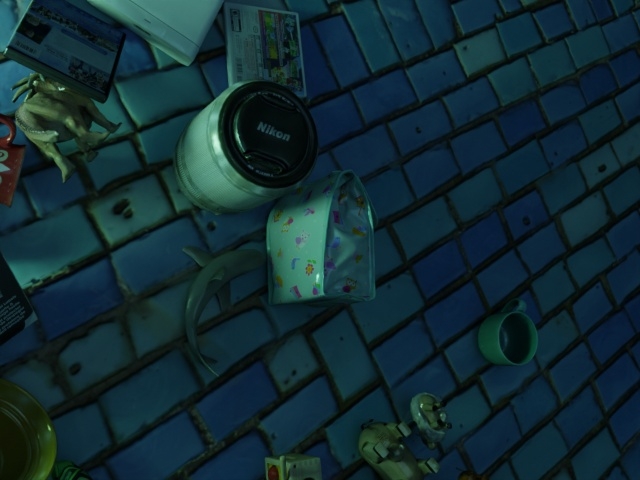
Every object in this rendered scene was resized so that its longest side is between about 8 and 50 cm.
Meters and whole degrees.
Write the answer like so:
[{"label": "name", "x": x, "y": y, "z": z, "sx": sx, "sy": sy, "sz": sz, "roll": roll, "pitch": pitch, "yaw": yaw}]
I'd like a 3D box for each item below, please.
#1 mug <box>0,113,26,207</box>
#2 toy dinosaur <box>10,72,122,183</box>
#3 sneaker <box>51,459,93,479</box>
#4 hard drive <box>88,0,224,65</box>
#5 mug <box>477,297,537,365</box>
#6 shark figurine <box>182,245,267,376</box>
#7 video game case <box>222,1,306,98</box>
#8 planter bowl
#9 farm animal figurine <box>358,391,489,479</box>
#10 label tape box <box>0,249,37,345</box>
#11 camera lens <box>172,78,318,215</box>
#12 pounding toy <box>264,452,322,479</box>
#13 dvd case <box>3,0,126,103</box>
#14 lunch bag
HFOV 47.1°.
[{"label": "mug", "x": -0.599, "y": -0.148, "z": 1.255, "sx": 0.169, "sy": 0.113, "sz": 0.150, "roll": 13, "pitch": 86, "yaw": -23}, {"label": "toy dinosaur", "x": -0.470, "y": -0.224, "z": 1.287, "sx": 0.200, "sy": 0.296, "sz": 0.127, "roll": 42, "pitch": 108, "yaw": -14}, {"label": "sneaker", "x": -0.518, "y": 0.498, "z": 1.194, "sx": 0.343, "sy": 0.134, "sz": 0.146, "roll": -35, "pitch": 84, "yaw": -32}, {"label": "hard drive", "x": -0.299, "y": -0.573, "z": 1.537, "sx": 0.233, "sy": 0.047, "sz": 0.353, "roll": 30, "pitch": 67, "yaw": -22}, {"label": "mug", "x": 0.458, "y": 0.233, "z": 1.800, "sx": 0.157, "sy": 0.097, "sz": 0.129, "roll": -36, "pitch": 99, "yaw": -30}, {"label": "shark figurine", "x": -0.212, "y": 0.109, "z": 1.432, "sx": 0.166, "sy": 0.116, "sz": 0.278, "roll": 31, "pitch": 66, "yaw": -20}, {"label": "video game case", "x": -0.123, "y": -0.418, "z": 1.625, "sx": 0.183, "sy": 0.023, "sz": 0.201, "roll": -1, "pitch": 81, "yaw": -30}, {"label": "planter bowl", "x": -0.546, "y": 0.336, "z": 1.188, "sx": 0.217, "sy": 0.090, "sz": 0.217, "roll": 39, "pitch": 26, "yaw": -23}, {"label": "farm animal figurine", "x": 0.169, "y": 0.526, "z": 1.555, "sx": 0.330, "sy": 0.172, "sz": 0.327, "roll": -19, "pitch": 79, "yaw": -23}, {"label": "label tape box", "x": -0.609, "y": 0.064, "z": 1.094, "sx": 0.115, "sy": 0.348, "sz": 0.249, "roll": 33, "pitch": 57, "yaw": 28}, {"label": "camera lens", "x": -0.149, "y": -0.173, "z": 1.420, "sx": 0.219, "sy": 0.274, "sz": 0.220, "roll": 5, "pitch": 79, "yaw": -29}, {"label": "pounding toy", "x": -0.058, "y": 0.474, "z": 1.436, "sx": 0.100, "sy": 0.141, "sz": 0.130, "roll": -1, "pitch": 82, "yaw": -30}, {"label": "dvd case", "x": -0.457, "y": -0.360, "z": 1.343, "sx": 0.180, "sy": 0.022, "sz": 0.253, "roll": 25, "pitch": 34, "yaw": -24}, {"label": "lunch bag", "x": 0.000, "y": 0.000, "z": 1.506, "sx": 0.160, "sy": 0.223, "sz": 0.262, "roll": 9, "pitch": 75, "yaw": -34}]
